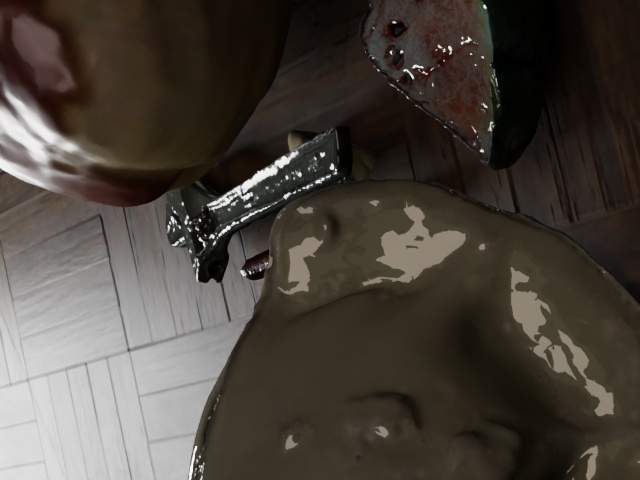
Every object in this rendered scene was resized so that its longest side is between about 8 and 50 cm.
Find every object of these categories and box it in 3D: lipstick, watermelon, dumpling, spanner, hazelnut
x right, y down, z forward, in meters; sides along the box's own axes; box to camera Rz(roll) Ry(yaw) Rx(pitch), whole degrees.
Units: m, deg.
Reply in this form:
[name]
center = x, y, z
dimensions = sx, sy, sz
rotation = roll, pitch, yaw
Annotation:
[lipstick]
center = 0.001, 0.000, 0.965
dimensions = 0.176, 0.027, 0.027
rotation = -25, 77, 52
[watermelon]
center = 0.076, -0.132, 0.818
dimensions = 0.139, 0.071, 0.187
rotation = -3, 103, 59
[dumpling]
center = 0.078, 0.157, 0.801
dimensions = 0.316, 0.233, 0.395
rotation = -6, 77, 21
[spanner]
center = -0.048, -0.030, 0.974
dimensions = 0.325, 0.026, 0.093
rotation = -23, 75, 64
[hazelnut]
center = -0.140, -0.152, 0.939
dimensions = 0.241, 0.261, 0.261
rotation = 44, 137, -4

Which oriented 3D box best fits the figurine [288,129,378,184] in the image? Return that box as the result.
[figurine]
center = 0.002, -0.043, 0.932
dimensions = 0.083, 0.047, 0.050
rotation = 30, 107, 64
